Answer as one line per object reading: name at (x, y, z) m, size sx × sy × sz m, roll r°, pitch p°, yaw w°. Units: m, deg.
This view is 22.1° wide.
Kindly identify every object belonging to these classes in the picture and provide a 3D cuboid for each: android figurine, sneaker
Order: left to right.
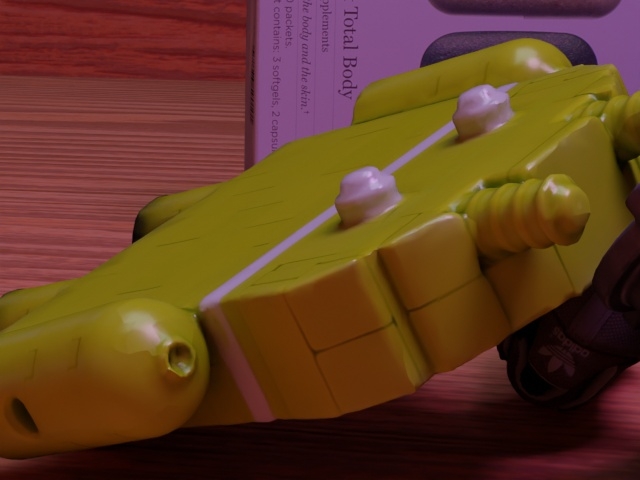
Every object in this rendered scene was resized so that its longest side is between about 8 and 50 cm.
android figurine at (0.000, 0.000, 0.556) m, size 0.248 × 0.056 × 0.273 m, roll -35°, pitch 15°, yaw -38°
sneaker at (0.091, 0.030, 0.632) m, size 0.066 × 0.071 × 0.188 m, roll 39°, pitch -8°, yaw 9°

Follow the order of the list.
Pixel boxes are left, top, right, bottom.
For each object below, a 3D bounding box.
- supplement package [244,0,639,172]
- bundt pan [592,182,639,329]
supplement package at (0.084, -0.105, 1.065) m, size 0.262 × 0.199 × 0.198 m, roll 0°, pitch 9°, yaw -4°
bundt pan at (0.243, -0.025, 0.437) m, size 0.331 × 0.124 × 0.331 m, roll -27°, pitch -18°, yaw -10°
